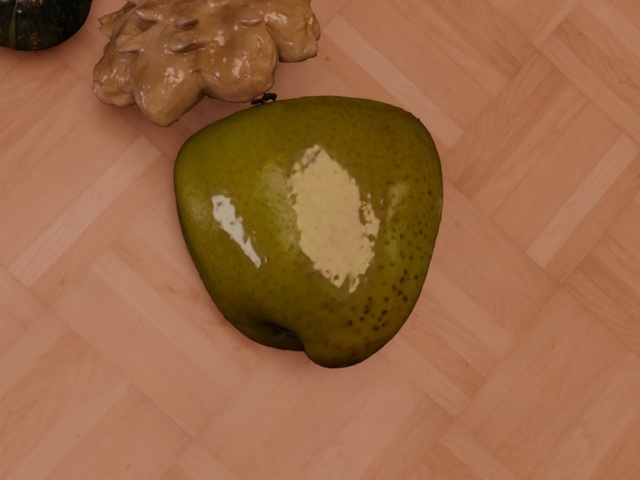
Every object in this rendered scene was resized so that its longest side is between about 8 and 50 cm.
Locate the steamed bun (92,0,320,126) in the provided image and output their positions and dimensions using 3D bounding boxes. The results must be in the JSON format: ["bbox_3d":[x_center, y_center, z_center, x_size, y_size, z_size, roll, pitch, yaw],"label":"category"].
[{"bbox_3d":[-0.157,-0.269,1.163,0.295,0.137,0.292,12,53,31],"label":"steamed bun"}]

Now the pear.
[{"bbox_3d":[0.000,0.000,1.174,0.343,0.238,0.318,-3,73,-13],"label":"pear"}]

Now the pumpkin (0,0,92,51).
[{"bbox_3d":[-0.378,-0.329,1.187,0.190,0.146,0.190,0,86,-2],"label":"pumpkin"}]
